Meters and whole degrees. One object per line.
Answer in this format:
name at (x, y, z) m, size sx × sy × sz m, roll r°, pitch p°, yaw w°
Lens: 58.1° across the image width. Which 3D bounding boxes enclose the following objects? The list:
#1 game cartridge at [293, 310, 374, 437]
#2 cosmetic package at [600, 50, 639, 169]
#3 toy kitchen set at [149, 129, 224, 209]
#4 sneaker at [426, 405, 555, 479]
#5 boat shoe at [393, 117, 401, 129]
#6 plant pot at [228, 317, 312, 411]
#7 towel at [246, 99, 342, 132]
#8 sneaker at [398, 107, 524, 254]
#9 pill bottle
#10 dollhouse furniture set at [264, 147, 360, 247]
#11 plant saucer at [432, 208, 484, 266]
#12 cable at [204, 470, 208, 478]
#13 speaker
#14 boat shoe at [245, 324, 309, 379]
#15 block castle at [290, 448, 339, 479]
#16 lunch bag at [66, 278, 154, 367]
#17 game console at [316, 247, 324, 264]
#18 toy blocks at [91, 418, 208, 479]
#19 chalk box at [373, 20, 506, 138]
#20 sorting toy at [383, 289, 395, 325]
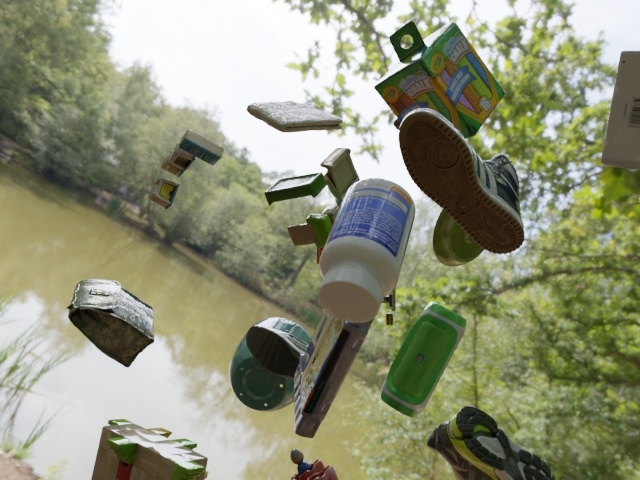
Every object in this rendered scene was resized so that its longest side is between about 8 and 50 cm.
game cartridge at (0.022, 0.235, 1.285) m, size 0.068 × 0.354 × 0.230 m, roll 21°, pitch 19°, yaw -7°
cosmetic package at (0.702, -0.258, 1.151) m, size 0.225 × 0.223 × 0.138 m, roll -10°, pitch 21°, yaw -34°
toy kitchen set at (-0.405, -0.198, 1.736) m, size 0.122 × 0.165 × 0.207 m, roll 26°, pitch -32°, yaw -24°
sneaker at (0.326, 0.429, 1.073) m, size 0.300 × 0.111 × 0.121 m, roll 46°, pitch -42°, yaw -5°
boat shoe at (0.308, -0.353, 1.699) m, size 0.066 × 0.183 × 0.066 m, roll 69°, pitch 4°, yaw -76°
plant pot at (-0.170, 0.428, 1.909) m, size 0.293 × 0.292 × 0.235 m, roll 30°, pitch 14°, yaw 6°
towel at (-0.078, -0.408, 1.889) m, size 0.282 × 0.049 × 0.187 m, roll -15°, pitch 38°, yaw -43°
sneaker at (0.230, -0.119, 0.926) m, size 0.099 × 0.153 × 0.282 m, roll -29°, pitch -65°, yaw 35°
pill bottle at (0.085, 0.018, 1.097) m, size 0.153 × 0.272 × 0.152 m, roll 12°, pitch -44°, yaw 12°
dollhouse furniture set at (0.000, -0.128, 1.698) m, size 0.152 × 0.301 × 0.197 m, roll -8°, pitch -64°, yaw 31°
plant saucer at (0.410, -0.032, 1.592) m, size 0.241 × 0.240 × 0.037 m, roll 36°, pitch -2°, yaw -42°
cable at (-0.440, 0.766, 1.831) m, size 0.140 × 0.072 × 0.287 m, roll 18°, pitch -8°, yaw -2°
speaker at (0.276, 0.318, 1.549) m, size 0.131 × 0.296 × 0.131 m, roll 28°, pitch -2°, yaw 1°
boat shoe at (-0.076, 0.349, 1.726) m, size 0.321 × 0.118 × 0.103 m, roll 24°, pitch 11°, yaw 14°
block castle at (-0.155, 0.611, 1.143) m, size 0.212 × 0.454 × 0.303 m, roll 58°, pitch -14°, yaw 12°
lunch bag at (-0.727, 0.258, 1.989) m, size 0.287 × 0.169 × 0.235 m, roll 42°, pitch 4°, yaw -25°
game console at (0.000, 0.000, 2.240) m, size 0.085 × 0.124 × 0.144 m, roll 33°, pitch -30°, yaw 21°
toy blocks at (-0.417, 0.602, 1.352) m, size 0.382 × 0.260 × 0.191 m, roll 5°, pitch -8°, yaw 38°
chalk box at (0.271, -0.390, 1.404) m, size 0.289 × 0.179 × 0.180 m, roll 47°, pitch -29°, yaw -15°
sorting toy at (0.238, 0.169, 2.039) m, size 0.047 × 0.274 × 0.132 m, roll 1°, pitch -1°, yaw 1°
